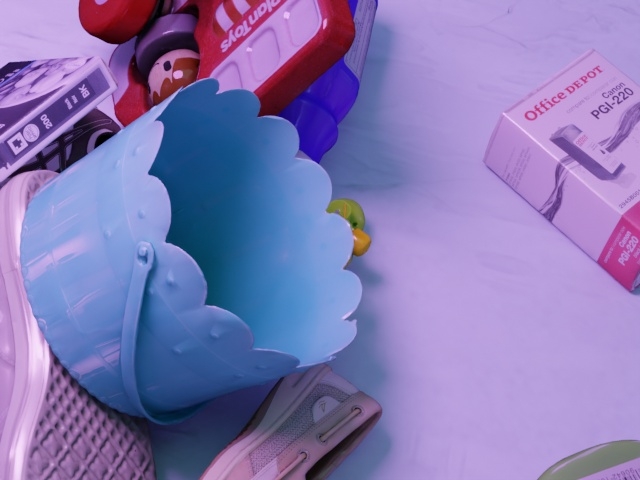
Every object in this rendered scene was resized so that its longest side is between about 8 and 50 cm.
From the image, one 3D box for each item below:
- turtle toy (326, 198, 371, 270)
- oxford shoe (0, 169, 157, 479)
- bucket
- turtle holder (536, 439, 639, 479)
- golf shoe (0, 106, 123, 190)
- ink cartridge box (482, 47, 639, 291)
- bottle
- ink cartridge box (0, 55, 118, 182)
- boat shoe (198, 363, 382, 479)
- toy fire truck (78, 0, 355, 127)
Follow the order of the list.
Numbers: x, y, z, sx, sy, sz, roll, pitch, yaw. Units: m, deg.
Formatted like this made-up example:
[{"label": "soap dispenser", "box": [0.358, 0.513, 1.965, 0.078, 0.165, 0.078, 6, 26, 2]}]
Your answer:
[{"label": "turtle toy", "box": [0.000, 0.000, 1.438, 0.095, 0.066, 0.130, 36, 57, 13]}, {"label": "oxford shoe", "box": [-0.244, 0.155, 1.264, 0.130, 0.169, 0.449, -26, 61, 27]}, {"label": "bucket", "box": [-0.113, 0.016, 1.269, 0.281, 0.183, 0.281, 39, 37, -38]}, {"label": "turtle holder", "box": [0.280, 0.324, 1.165, 0.320, 0.227, 0.243, 35, 56, 14]}, {"label": "golf shoe", "box": [-0.263, -0.065, 1.434, 0.094, 0.077, 0.198, 27, 57, 9]}, {"label": "ink cartridge box", "box": [0.305, -0.079, 1.530, 0.158, 0.092, 0.218, -35, 66, -28]}, {"label": "bottle", "box": [-0.015, -0.171, 1.525, 0.118, 0.092, 0.283, -16, 46, 33]}, {"label": "ink cartridge box", "box": [-0.320, -0.100, 1.380, 0.208, 0.045, 0.206, -44, 28, -25]}, {"label": "boat shoe", "box": [-0.048, 0.226, 1.253, 0.098, 0.109, 0.302, 31, 50, 11]}, {"label": "toy fire truck", "box": [-0.102, -0.198, 1.430, 0.169, 0.302, 0.254, 24, 40, -39]}]
